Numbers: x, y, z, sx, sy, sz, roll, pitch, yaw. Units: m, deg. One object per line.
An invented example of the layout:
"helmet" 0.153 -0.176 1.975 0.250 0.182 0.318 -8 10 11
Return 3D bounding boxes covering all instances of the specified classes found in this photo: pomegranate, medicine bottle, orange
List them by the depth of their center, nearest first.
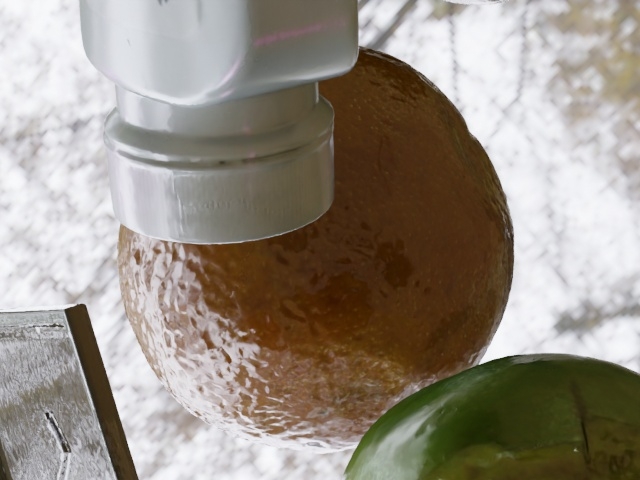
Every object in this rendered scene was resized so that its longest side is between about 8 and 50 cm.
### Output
"medicine bottle" -0.051 -0.153 0.857 0.111 0.296 0.161 -17 -152 -28
"pomegranate" 0.058 0.164 0.894 0.301 0.236 0.236 2 -125 -16
"orange" 0.000 0.000 1.232 0.264 0.264 0.264 22 -134 -25

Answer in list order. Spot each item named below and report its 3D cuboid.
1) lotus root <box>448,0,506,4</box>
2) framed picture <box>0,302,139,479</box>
"lotus root" 0.071 -0.212 1.304 0.094 0.190 0.108 4 -88 -58
"framed picture" -0.213 0.164 1.544 0.024 0.315 0.232 -19 -84 -27
